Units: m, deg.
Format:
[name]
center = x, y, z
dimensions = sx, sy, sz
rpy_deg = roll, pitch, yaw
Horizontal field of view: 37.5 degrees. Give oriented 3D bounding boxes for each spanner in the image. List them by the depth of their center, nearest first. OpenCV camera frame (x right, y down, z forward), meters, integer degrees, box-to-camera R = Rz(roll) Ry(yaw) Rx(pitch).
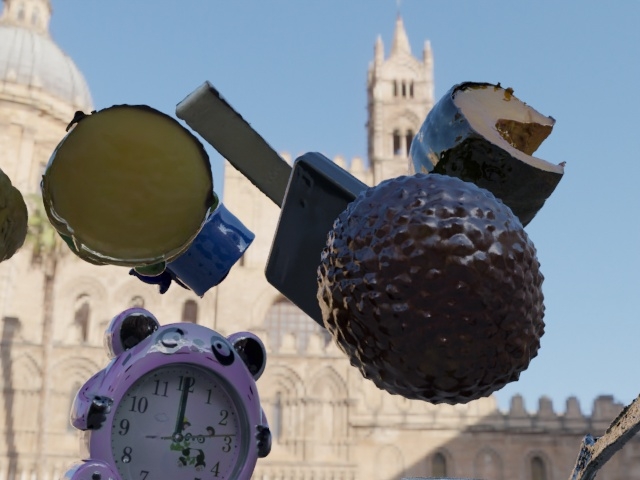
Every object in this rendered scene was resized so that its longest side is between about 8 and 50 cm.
[spanner]
center = 0.299, 0.215, 0.981
dimensions = 0.026, 0.093, 0.325
rpy_deg = 20, -27, 11

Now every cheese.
[cheese]
center = -0.118, -0.150, 1.706
dimensions = 0.085, 0.034, 0.400
rpy_deg = -43, -42, 5

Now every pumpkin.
[pumpkin]
center = 0.295, -0.145, 1.739
dimensions = 0.256, 0.303, 0.225
rpy_deg = 22, -61, -3

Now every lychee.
[lychee]
center = 0.123, 0.056, 1.049
dimensions = 0.260, 0.261, 0.260
rpy_deg = 1, -23, 0

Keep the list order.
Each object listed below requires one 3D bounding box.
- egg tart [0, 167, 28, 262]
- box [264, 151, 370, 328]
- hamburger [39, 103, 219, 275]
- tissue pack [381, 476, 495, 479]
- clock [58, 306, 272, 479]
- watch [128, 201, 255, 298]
[egg tart]
center = -0.562, -0.085, 1.214
dimensions = 0.387, 0.169, 0.388
rpy_deg = 4, -38, 3
[box]
center = 0.000, 0.000, 1.380
dimensions = 0.050, 0.160, 0.230
rpy_deg = -18, -44, -45
[hamburger]
center = -0.254, -0.061, 1.266
dimensions = 0.237, 0.237, 0.149
rpy_deg = 6, -9, -12
[tissue pack]
center = 0.159, 0.286, 1.020
dimensions = 0.193, 0.026, 0.123
rpy_deg = 1, -33, 2
[clock]
center = -0.162, 0.209, 1.037
dimensions = 0.227, 0.248, 0.090
rpy_deg = 15, -19, -24
[watch]
center = -0.232, 0.022, 1.814
dimensions = 0.171, 0.196, 0.200
rpy_deg = 36, -23, -15
